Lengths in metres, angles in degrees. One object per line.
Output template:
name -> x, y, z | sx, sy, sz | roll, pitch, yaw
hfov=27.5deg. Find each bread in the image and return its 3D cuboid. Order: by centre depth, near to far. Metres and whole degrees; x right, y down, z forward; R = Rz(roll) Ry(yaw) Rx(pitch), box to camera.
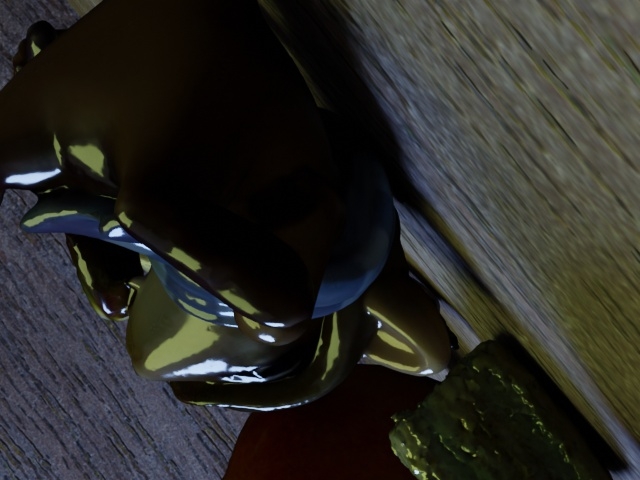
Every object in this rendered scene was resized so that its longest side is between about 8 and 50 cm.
bread -> 0.121, 0.149, 0.879 | 0.138, 0.102, 0.196 | 52, 180, 14

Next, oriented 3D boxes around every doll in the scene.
doll -> -0.072, -0.016, 0.726 | 0.318, 0.209, 0.339 | 52, 180, 31

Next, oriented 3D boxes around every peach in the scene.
peach -> 0.066, 0.268, 1.228 | 0.333, 0.307, 0.308 | 19, 177, -3

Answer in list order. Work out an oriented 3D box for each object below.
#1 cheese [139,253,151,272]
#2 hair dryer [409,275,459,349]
cheese -> -0.130, -0.049, 1.311 | 0.214, 0.117, 0.225 | 1, -111, -69
hair dryer -> 0.000, 0.000, 1.066 | 0.344, 0.107, 0.189 | 32, 164, 49
